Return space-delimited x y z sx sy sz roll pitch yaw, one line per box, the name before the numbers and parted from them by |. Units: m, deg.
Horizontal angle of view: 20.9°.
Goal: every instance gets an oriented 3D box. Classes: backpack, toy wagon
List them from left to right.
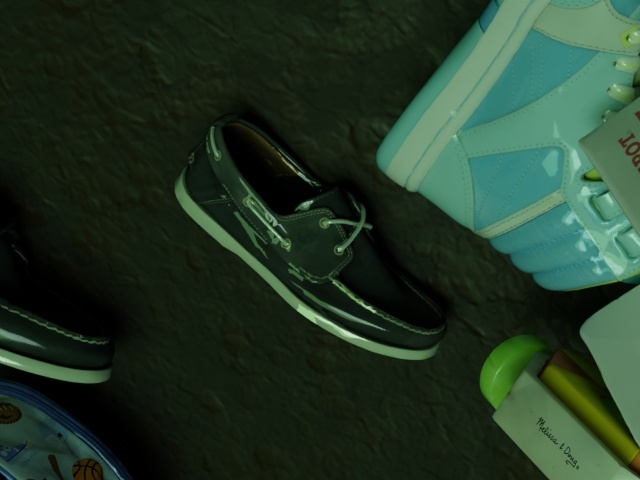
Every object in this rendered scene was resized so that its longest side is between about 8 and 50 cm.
backpack | -0.262 0.249 1.431 0.276 0.213 0.263 38 132 -4
toy wagon | 0.263 0.174 1.139 0.344 0.267 0.068 23 105 -36

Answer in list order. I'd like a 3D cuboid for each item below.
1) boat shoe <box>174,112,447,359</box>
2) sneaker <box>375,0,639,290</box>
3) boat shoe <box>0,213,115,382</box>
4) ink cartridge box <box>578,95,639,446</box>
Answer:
boat shoe | 0.000 0.000 1.266 0.233 0.084 0.079 39 124 7
sneaker | 0.196 -0.094 1.111 0.208 0.127 0.319 42 133 3
boat shoe | -0.302 -0.002 1.385 0.340 0.127 0.113 28 99 13
ink cartridge box | 0.282 -0.037 0.970 0.353 0.207 0.119 -38 118 11
